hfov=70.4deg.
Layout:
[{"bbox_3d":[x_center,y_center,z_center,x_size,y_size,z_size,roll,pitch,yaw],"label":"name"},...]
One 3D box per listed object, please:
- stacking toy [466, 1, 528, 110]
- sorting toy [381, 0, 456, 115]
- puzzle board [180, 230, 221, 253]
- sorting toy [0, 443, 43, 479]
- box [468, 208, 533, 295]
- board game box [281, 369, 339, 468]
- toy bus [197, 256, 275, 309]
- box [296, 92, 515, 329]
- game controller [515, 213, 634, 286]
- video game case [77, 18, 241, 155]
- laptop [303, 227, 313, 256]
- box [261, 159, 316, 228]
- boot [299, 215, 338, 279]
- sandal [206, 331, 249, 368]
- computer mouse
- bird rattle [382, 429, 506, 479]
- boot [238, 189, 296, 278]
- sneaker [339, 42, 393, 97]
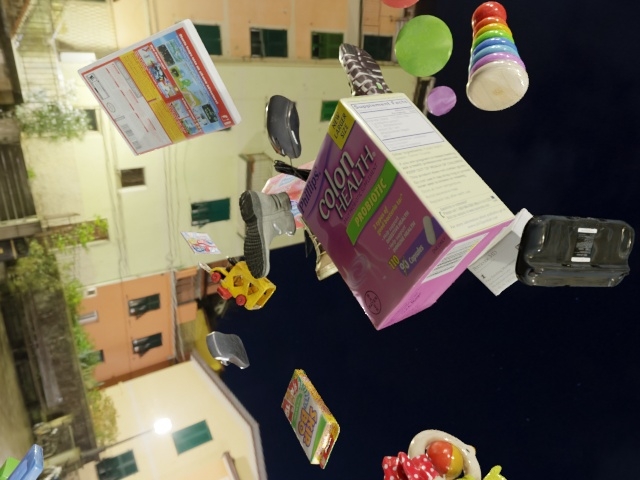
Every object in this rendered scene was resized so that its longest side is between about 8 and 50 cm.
[{"bbox_3d":[0.451,-0.499,1.185,0.141,0.141,0.331,134,-29,-53],"label":"stacking toy"},{"bbox_3d":[0.225,-0.471,1.061,0.126,0.126,0.366,-75,143,-72],"label":"sorting toy"},{"bbox_3d":[-0.394,0.006,1.502,0.011,0.128,0.096,-45,-110,18],"label":"puzzle board"},{"bbox_3d":[-0.401,0.395,0.474,0.047,0.348,0.195,43,-36,-25],"label":"sorting toy"},{"bbox_3d":[0.543,0.031,1.299,0.119,0.182,0.181,45,-50,8],"label":"box"},{"bbox_3d":[-0.032,0.472,1.220,0.259,0.039,0.124,36,-72,58],"label":"board game box"},{"bbox_3d":[-0.223,0.105,1.290,0.104,0.202,0.191,-51,-147,3],"label":"toy bus"},{"bbox_3d":[0.097,-0.041,0.636,0.243,0.117,0.214,58,-35,24],"label":"box"},{"bbox_3d":[0.600,0.027,1.063,0.067,0.318,0.167,-164,-102,-71],"label":"game controller"},{"bbox_3d":[-0.325,-0.292,0.914,0.285,0.025,0.204,-9,-54,25],"label":"video game case"},{"bbox_3d":[-0.087,-0.108,1.868,0.264,0.136,0.234,40,-33,38],"label":"laptop"},{"bbox_3d":[-0.062,-0.148,1.516,0.299,0.142,0.154,-13,-46,47],"label":"box"},{"bbox_3d":[0.000,0.000,1.195,0.077,0.213,0.165,-24,-77,18],"label":"boot"},{"bbox_3d":[-0.276,0.319,1.323,0.254,0.054,0.097,58,8,-61],"label":"sandal"},{"bbox_3d":[-0.072,-0.259,1.248,0.184,0.060,0.262,23,-38,20],"label":"computer mouse"},{"bbox_3d":[0.261,0.510,0.993,0.253,0.207,0.143,11,-67,9],"label":"bird rattle"},{"bbox_3d":[-0.126,-0.022,1.237,0.083,0.161,0.247,-16,-102,45],"label":"boot"},{"bbox_3d":[0.085,-0.330,1.091,0.162,0.106,0.282,-49,-126,42],"label":"sneaker"}]
